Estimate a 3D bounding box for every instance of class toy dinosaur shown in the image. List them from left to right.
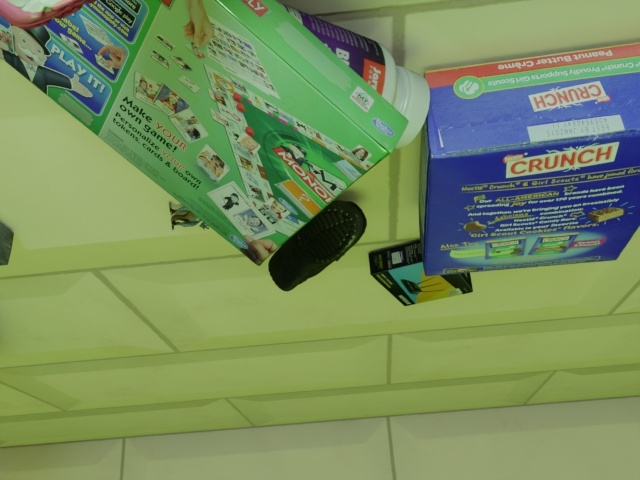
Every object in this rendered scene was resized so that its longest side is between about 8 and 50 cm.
[{"bbox_3d":[-0.169,-0.042,0.903,0.082,0.047,0.090,-7,-172,-13],"label":"toy dinosaur"}]

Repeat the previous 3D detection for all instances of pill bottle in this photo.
[{"bbox_3d":[0.003,-0.147,0.608,0.194,0.108,0.108,11,150,-29],"label":"pill bottle"}]

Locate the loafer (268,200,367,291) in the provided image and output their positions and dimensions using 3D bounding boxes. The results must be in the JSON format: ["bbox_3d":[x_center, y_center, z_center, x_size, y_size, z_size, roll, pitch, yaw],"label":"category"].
[{"bbox_3d":[0.000,0.000,0.967,0.078,0.080,0.220,-25,172,-43],"label":"loafer"}]

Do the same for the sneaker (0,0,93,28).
[{"bbox_3d":[-0.107,-0.225,0.339,0.111,0.252,0.103,37,164,-31],"label":"sneaker"}]

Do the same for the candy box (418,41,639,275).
[{"bbox_3d":[0.254,-0.077,0.775,0.268,0.122,0.317,-5,155,5],"label":"candy box"}]

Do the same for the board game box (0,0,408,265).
[{"bbox_3d":[-0.115,-0.130,0.516,0.317,0.046,0.213,40,139,-10],"label":"board game box"}]

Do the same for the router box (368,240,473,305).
[{"bbox_3d":[0.177,0.056,1.119,0.133,0.046,0.179,-15,152,21],"label":"router box"}]

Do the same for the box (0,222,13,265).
[{"bbox_3d":[-0.569,-0.012,0.862,0.231,0.056,0.183,-8,154,8],"label":"box"}]
